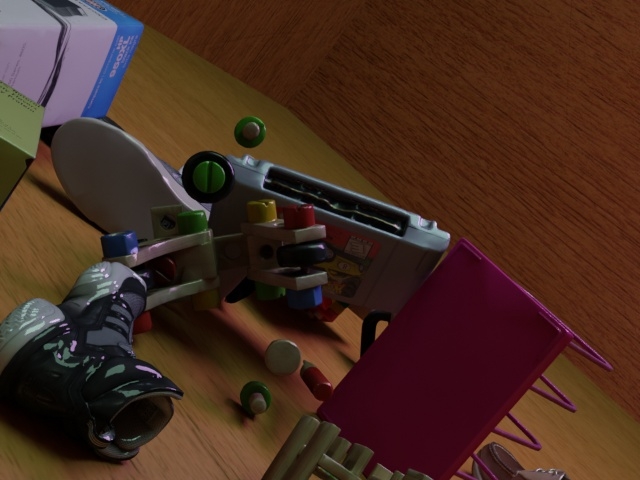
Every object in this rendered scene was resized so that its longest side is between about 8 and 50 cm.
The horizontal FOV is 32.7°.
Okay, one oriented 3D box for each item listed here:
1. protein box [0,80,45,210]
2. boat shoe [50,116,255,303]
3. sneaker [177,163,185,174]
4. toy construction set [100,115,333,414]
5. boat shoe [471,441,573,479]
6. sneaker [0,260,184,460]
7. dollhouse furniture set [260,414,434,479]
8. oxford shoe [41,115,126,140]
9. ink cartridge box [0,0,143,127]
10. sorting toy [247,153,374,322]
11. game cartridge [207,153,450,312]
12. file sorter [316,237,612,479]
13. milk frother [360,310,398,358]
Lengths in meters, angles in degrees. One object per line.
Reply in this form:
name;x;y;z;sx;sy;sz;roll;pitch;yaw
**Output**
protein box;-0.407;-0.111;1.118;0.200;0.136;0.201;33;12;-21
boat shoe;-0.231;-0.047;1.532;0.340;0.127;0.158;43;2;-13
sneaker;-0.189;-0.067;1.824;0.121;0.079;0.217;36;9;0
toy construction set;-0.105;0.051;1.292;0.309;0.257;0.237;56;-5;-7
boat shoe;0.313;0.368;1.470;0.123;0.116;0.324;31;12;-30
sneaker;-0.190;0.111;0.982;0.153;0.101;0.268;39;16;5
dollhouse furniture set;0.050;0.292;0.994;0.212;0.161;0.242;36;-12;-9
oxford shoe;-0.389;-0.181;1.662;0.227;0.083;0.096;30;21;-21
ink cartridge box;-0.456;-0.280;1.431;0.285;0.166;0.395;31;17;8
sorting toy;-0.037;0.026;1.697;0.257;0.089;0.255;40;-15;20
game cartridge;0.000;0.000;1.400;0.294;0.060;0.196;19;-29;-1
file sorter;0.187;0.191;1.363;0.182;0.290;0.202;31;11;-46
milk frother;0.116;0.168;1.647;0.129;0.134;0.143;7;6;5
